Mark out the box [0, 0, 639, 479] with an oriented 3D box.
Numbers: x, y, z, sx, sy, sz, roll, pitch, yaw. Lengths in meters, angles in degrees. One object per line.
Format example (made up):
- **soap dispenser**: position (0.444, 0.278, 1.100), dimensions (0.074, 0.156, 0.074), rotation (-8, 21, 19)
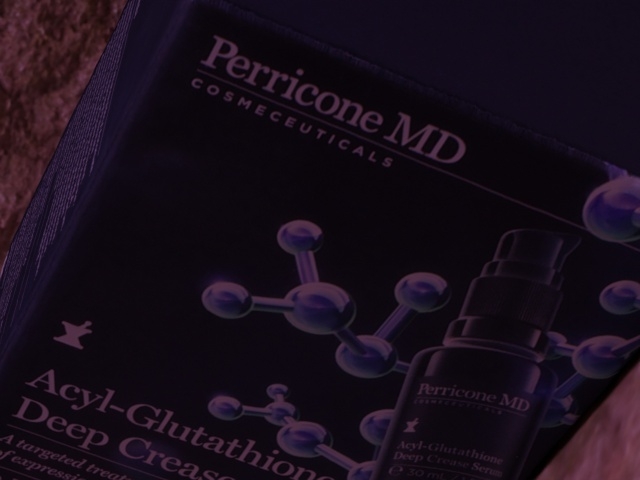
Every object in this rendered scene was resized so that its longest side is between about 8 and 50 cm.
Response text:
- **box**: position (0.000, 0.000, 1.004), dimensions (0.212, 0.294, 0.395), rotation (-84, 20, -48)
